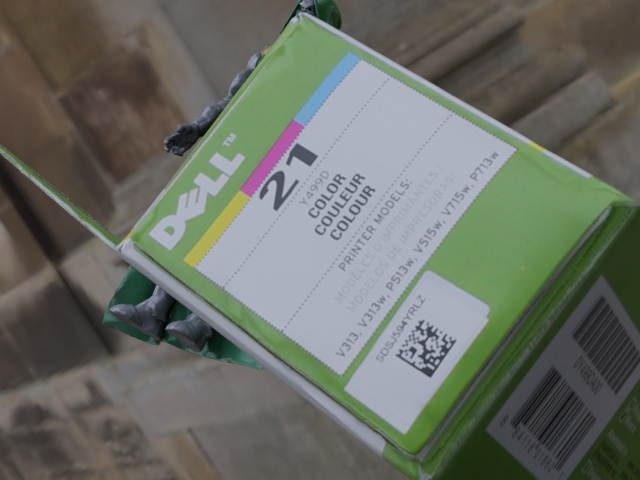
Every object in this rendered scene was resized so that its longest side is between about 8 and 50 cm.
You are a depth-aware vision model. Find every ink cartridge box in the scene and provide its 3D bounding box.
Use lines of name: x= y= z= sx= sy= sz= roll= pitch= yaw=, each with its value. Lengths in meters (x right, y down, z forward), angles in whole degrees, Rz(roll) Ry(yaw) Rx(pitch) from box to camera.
ink cartridge box: x=0.000 y=0.000 z=0.527 sx=0.097 sy=0.255 sz=0.189 roll=-52 pitch=-32 yaw=-5

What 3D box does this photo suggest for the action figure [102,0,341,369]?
action figure: x=-0.043 y=-0.046 z=0.895 sx=0.137 sy=0.063 sz=0.232 roll=12 pitch=71 yaw=37
